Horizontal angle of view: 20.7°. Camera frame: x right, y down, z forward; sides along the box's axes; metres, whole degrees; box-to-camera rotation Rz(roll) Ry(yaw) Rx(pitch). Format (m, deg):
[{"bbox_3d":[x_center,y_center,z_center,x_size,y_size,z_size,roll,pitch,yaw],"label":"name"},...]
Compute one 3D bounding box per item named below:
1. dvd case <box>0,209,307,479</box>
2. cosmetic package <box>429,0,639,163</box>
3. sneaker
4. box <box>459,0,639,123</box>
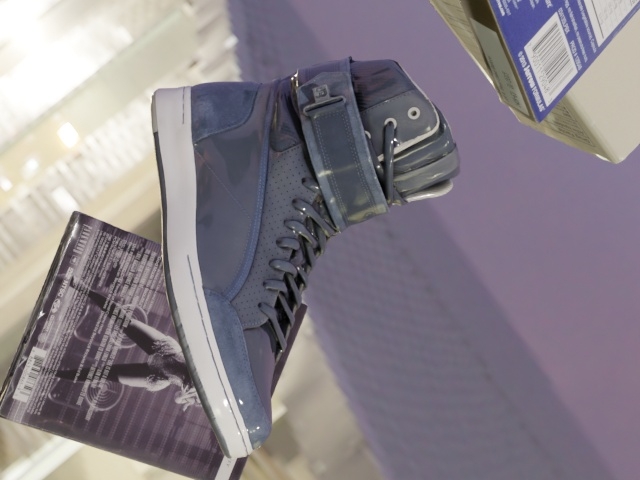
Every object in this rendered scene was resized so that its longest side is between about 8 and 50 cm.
[{"bbox_3d":[-0.128,0.090,1.367,0.221,0.164,0.018,23,-3,-32],"label":"dvd case"},{"bbox_3d":[0.154,-0.218,1.389,0.309,0.113,0.160,48,-7,-30],"label":"cosmetic package"},{"bbox_3d":[0.000,-0.002,0.934,0.086,0.163,0.226,76,5,-60],"label":"sneaker"},{"bbox_3d":[0.164,-0.186,0.954,0.036,0.225,0.136,36,-13,34],"label":"box"}]
